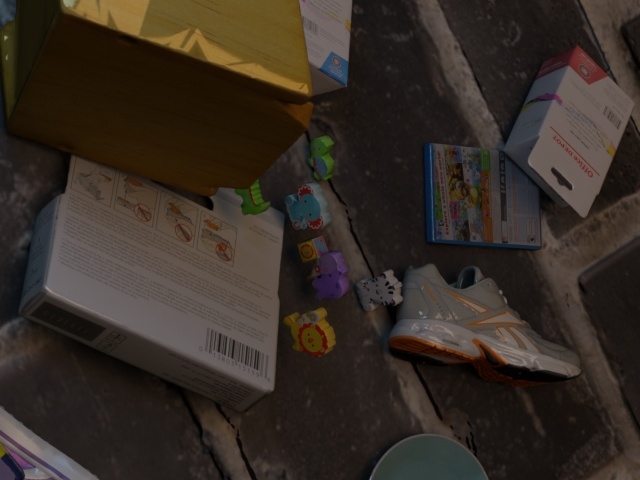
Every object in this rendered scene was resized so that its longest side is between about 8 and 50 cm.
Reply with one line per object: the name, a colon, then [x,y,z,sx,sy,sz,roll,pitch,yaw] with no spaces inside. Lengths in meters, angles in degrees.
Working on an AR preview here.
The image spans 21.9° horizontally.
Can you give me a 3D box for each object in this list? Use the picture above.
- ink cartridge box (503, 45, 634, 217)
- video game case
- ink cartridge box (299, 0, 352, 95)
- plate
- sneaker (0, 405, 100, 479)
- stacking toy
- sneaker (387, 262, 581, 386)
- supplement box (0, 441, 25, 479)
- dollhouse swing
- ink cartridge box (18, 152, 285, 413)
ink cartridge box: [0.297,-0.124,2.018,0.115,0.067,0.198,42,54,-20]
video game case: [0.196,-0.051,1.988,0.166,0.015,0.119,4,81,-33]
ink cartridge box: [-0.028,-0.238,1.808,0.092,0.090,0.143,28,58,-45]
plate: [0.119,0.313,1.881,0.188,0.024,0.188,5,81,-32]
sneaker: [-0.308,0.259,1.578,0.282,0.102,0.161,38,68,-11]
stacking toy: [0.000,0.000,1.799,0.167,0.052,0.221,-26,97,-55]
sneaker: [0.201,0.095,1.925,0.262,0.099,0.121,17,70,-31]
supplement box: [-0.446,0.127,1.396,0.194,0.195,0.356,-40,95,-20]
dollhouse swing: [-0.153,-0.259,1.568,0.315,0.347,0.305,18,71,-13]
ink cartridge box: [-0.166,0.022,1.722,0.275,0.060,0.239,27,44,-27]
